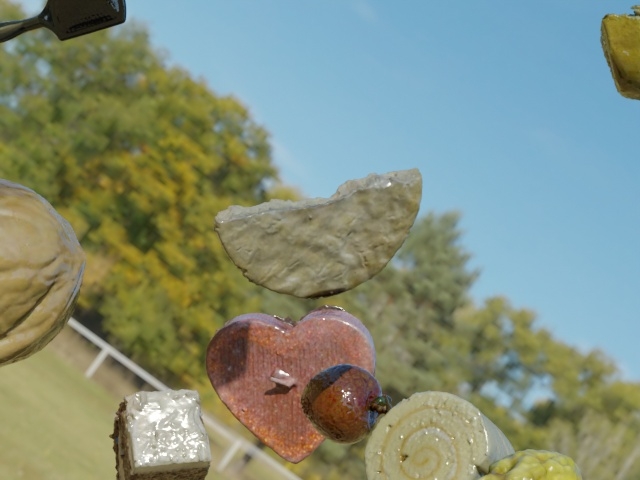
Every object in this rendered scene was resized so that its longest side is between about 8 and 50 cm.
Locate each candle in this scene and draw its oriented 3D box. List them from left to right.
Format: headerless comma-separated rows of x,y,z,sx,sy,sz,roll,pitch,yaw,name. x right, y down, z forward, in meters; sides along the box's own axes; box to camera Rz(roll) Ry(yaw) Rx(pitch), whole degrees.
-0.058,0.268,2.662,0.317,0.287,0.131,1,6,5,candle

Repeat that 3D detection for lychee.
0.037,0.215,1.857,0.140,0.101,0.114,29,6,34,lychee

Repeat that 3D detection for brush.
-0.318,-0.261,1.697,0.016,0.193,0.063,9,68,-72,brush

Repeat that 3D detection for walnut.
-0.366,0.035,1.454,0.225,0.261,0.225,171,-90,-88,walnut

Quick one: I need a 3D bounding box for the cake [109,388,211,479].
-0.236,0.298,2.116,0.135,0.135,0.147,-5,-27,-12,cake

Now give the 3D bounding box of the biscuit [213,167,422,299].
0.004,0.002,1.640,0.032,0.250,0.133,-134,-146,-59,biscuit

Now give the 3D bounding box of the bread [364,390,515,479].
0.136,0.251,1.603,0.134,0.148,0.141,57,6,32,bread

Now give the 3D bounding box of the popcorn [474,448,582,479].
0.206,0.302,1.405,0.155,0.197,0.197,28,-12,45,popcorn

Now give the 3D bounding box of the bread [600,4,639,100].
0.468,-0.263,2.129,0.103,0.110,0.156,-10,-26,17,bread
